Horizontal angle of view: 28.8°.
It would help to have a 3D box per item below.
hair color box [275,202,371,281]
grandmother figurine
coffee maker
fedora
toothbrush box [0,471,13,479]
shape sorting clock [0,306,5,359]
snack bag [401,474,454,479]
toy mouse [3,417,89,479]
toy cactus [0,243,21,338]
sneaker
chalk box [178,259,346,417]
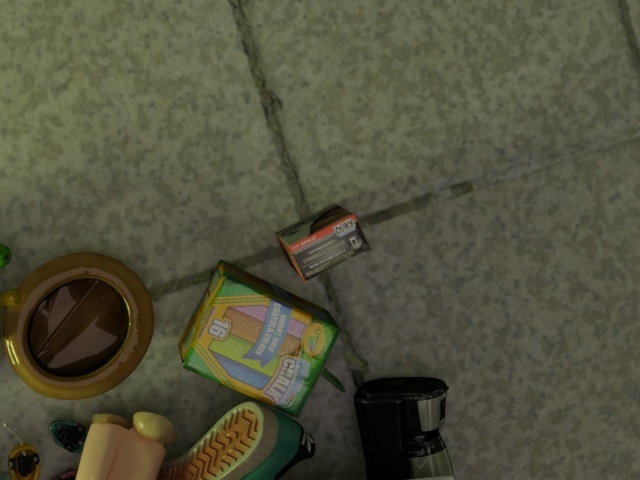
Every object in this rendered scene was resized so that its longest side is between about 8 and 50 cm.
[{"bbox_3d":[0.000,0.000,1.581,0.093,0.167,0.053,-27,100,-5],"label":"hair color box"},{"bbox_3d":[-0.287,0.378,1.525,0.104,0.208,0.342,43,48,-36],"label":"grandmother figurine"},{"bbox_3d":[0.093,0.279,1.654,0.171,0.120,0.178,-9,98,-6],"label":"coffee maker"},{"bbox_3d":[-0.310,0.107,1.595,0.194,0.079,0.194,-1,93,-12],"label":"fedora"},{"bbox_3d":[-0.543,0.404,1.574,0.295,0.126,0.216,4,97,-8],"label":"toothbrush box"},{"bbox_3d":[-0.504,0.113,1.587,0.206,0.040,0.206,0,91,-7],"label":"shape sorting clock"},{"bbox_3d":[0.014,0.446,1.628,0.323,0.037,0.342,-6,126,-5],"label":"snack bag"},{"bbox_3d":[-0.339,0.287,1.631,0.143,0.031,0.161,-15,108,-32],"label":"toy mouse"},{"bbox_3d":[-0.477,0.083,1.527,0.180,0.112,0.219,32,96,3],"label":"toy cactus"},{"bbox_3d":[-0.132,0.320,1.604,0.121,0.108,0.302,28,126,-37],"label":"sneaker"},{"bbox_3d":[-0.059,0.134,1.609,0.213,0.132,0.132,25,93,-11],"label":"chalk box"}]
